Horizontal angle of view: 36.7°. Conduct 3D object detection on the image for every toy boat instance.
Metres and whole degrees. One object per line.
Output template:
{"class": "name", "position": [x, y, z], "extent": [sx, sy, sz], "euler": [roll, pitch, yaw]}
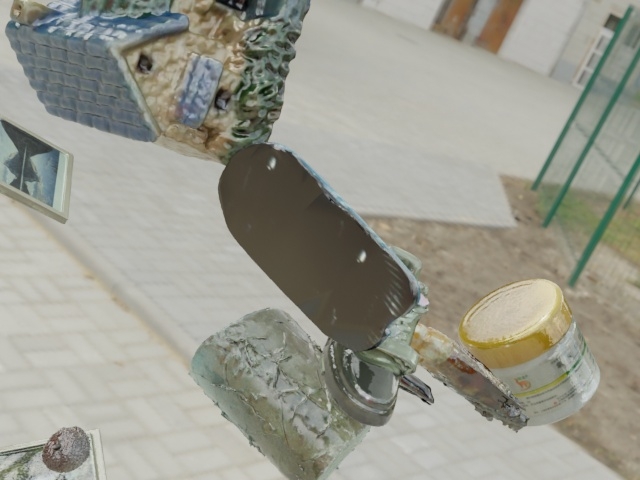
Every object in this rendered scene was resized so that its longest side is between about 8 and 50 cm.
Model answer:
{"class": "toy boat", "position": [0.000, 0.000, 1.209], "extent": [0.299, 0.134, 0.092], "euler": [47, 21, 15]}

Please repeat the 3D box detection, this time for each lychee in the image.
{"class": "lychee", "position": [-0.376, 0.309, 1.428], "extent": [0.067, 0.068, 0.083], "euler": [-9, -15, 21]}

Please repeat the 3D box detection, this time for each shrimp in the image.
{"class": "shrimp", "position": [0.210, 0.247, 1.767], "extent": [0.365, 0.233, 0.071], "euler": [36, 59, -10]}

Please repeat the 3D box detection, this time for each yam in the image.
{"class": "yam", "position": [-0.069, 0.314, 1.913], "extent": [0.348, 0.241, 0.241], "euler": [47, 23, 13]}

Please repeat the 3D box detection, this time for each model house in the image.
{"class": "model house", "position": [-0.294, -0.391, 1.698], "extent": [0.395, 0.445, 0.400], "euler": [22, 3, 44]}

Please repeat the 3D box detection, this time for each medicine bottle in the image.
{"class": "medicine bottle", "position": [0.448, 0.238, 2.063], "extent": [0.232, 0.238, 0.238], "euler": [58, 8, -20]}

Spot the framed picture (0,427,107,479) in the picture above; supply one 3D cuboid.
{"class": "framed picture", "position": [-0.499, 0.443, 1.718], "extent": [0.240, 0.020, 0.324], "euler": [-9, 22, -13]}

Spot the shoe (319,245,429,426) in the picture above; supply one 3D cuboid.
{"class": "shoe", "position": [0.084, 0.107, 1.282], "extent": [0.109, 0.149, 0.293], "euler": [28, 26, -12]}

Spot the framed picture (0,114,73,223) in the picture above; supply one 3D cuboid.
{"class": "framed picture", "position": [-0.412, -0.107, 1.330], "extent": [0.150, 0.015, 0.203], "euler": [30, 20, -25]}
